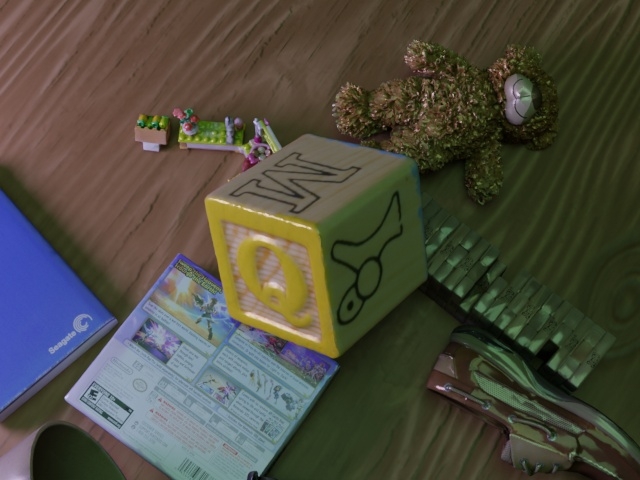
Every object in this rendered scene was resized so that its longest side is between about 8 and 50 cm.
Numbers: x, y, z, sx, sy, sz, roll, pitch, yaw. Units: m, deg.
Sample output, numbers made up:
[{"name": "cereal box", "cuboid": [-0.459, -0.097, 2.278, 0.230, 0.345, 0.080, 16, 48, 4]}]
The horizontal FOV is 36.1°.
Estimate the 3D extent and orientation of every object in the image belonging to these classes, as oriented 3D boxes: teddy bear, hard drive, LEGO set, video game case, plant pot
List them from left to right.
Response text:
[{"name": "hard drive", "cuboid": [-0.460, 0.063, 1.339, 0.210, 0.040, 0.319, -41, 77, -14]}, {"name": "plant pot", "cuboid": [-0.371, 0.389, 1.145, 0.274, 0.256, 0.256, -30, 74, 7]}, {"name": "video game case", "cuboid": [-0.152, 0.191, 1.294, 0.269, 0.061, 0.244, 34, 75, 9]}, {"name": "LEGO set", "cuboid": [-0.130, -0.130, 1.380, 0.287, 0.107, 0.132, 38, 74, 10]}, {"name": "teddy bear", "cuboid": [0.185, -0.177, 1.405, 0.338, 0.113, 0.245, 2, 73, -1]}]

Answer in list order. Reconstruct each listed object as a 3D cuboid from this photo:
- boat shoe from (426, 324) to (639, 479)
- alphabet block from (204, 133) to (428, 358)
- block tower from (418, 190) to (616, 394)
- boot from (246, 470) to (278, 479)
[{"name": "boat shoe", "cuboid": [0.280, 0.245, 1.268, 0.324, 0.122, 0.120, 36, 79, 19]}, {"name": "alphabet block", "cuboid": [0.000, 0.000, 1.237, 0.193, 0.192, 0.197, 15, 37, 37]}, {"name": "block tower", "cuboid": [0.226, 0.071, 1.331, 0.335, 0.091, 0.097, 40, 74, 12]}, {"name": "boot", "cuboid": [-0.004, 0.423, 1.191, 0.263, 0.091, 0.229, 33, 57, -17]}]
